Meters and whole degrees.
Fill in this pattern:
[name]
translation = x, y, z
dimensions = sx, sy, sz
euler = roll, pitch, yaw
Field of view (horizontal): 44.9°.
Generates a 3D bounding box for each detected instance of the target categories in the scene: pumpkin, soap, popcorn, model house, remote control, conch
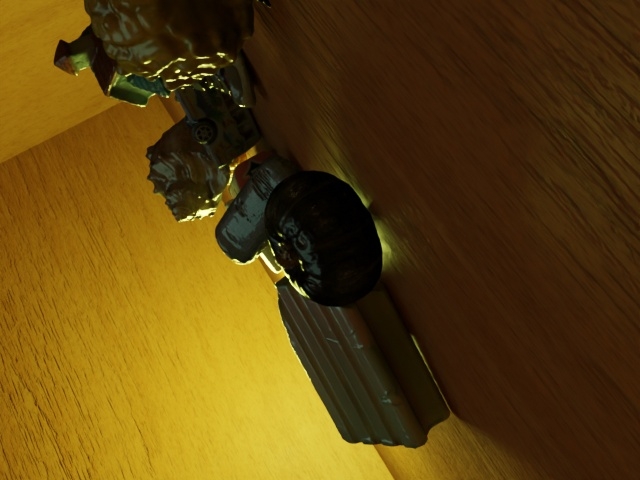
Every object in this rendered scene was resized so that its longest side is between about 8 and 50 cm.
[pumpkin]
translation = 0.000, 0.000, 1.188
dimensions = 0.223, 0.157, 0.223
euler = 49, 157, 30
[soap]
translation = 0.060, 0.195, 1.371
dimensions = 0.208, 0.115, 0.346
euler = -15, 107, 49
[popcorn]
translation = -0.196, -0.327, 1.055
dimensions = 0.225, 0.249, 0.249
euler = 4, 133, 34
[model house]
translation = -0.478, -0.436, 1.939
dimensions = 0.294, 0.330, 0.251
euler = 57, 167, 35
[remote control]
translation = -0.144, -0.009, 1.690
dimensions = 0.190, 0.029, 0.087
euler = 54, 172, -9
[conch]
translation = -0.301, -0.200, 1.836
dimensions = 0.263, 0.186, 0.323
euler = -21, 66, 47

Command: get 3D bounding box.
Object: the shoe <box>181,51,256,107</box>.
[shoe]
translation = -0.208, -0.321, 1.440
dimensions = 0.227, 0.126, 0.099
euler = 57, 168, 32

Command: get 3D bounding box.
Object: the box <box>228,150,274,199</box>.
[box]
translation = -0.130, -0.087, 1.792
dimensions = 0.190, 0.112, 0.370
euler = 62, 171, -1

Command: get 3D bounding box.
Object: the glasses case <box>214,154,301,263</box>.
[glasses case]
translation = -0.122, -0.057, 1.548
dimensions = 0.109, 0.067, 0.282
euler = 47, 129, 7

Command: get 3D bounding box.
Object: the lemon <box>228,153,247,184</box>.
[lemon]
translation = -0.262, -0.215, 2.029
dimensions = 0.142, 0.142, 0.187
euler = 63, 165, -13

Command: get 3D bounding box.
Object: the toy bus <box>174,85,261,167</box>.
[toy bus]
translation = -0.247, -0.321, 1.610
dimensions = 0.329, 0.136, 0.109
euler = 66, 171, -31
